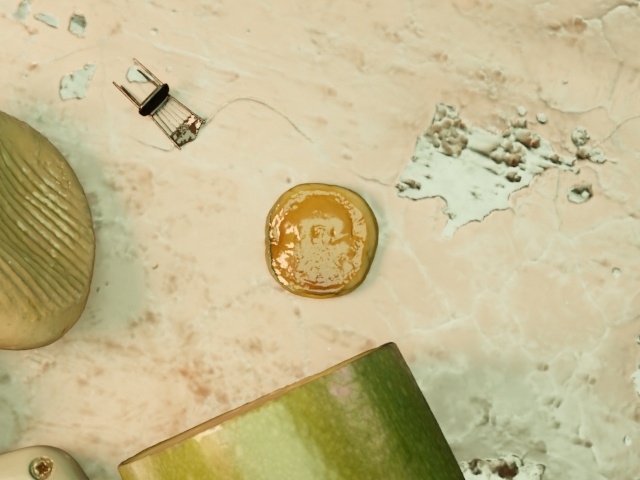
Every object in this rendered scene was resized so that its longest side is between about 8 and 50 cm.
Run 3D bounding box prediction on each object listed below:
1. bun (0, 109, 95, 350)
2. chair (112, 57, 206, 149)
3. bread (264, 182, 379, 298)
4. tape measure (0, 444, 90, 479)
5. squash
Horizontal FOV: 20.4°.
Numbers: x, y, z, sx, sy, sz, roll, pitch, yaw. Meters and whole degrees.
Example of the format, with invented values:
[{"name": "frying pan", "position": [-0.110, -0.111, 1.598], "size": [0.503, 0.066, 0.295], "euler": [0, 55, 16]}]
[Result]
[{"name": "bun", "position": [-0.299, -0.006, 1.522], "size": [0.133, 0.231, 0.231], "euler": [-27, 85, 34]}, {"name": "chair", "position": [-0.146, -0.123, 1.601], "size": [0.086, 0.042, 0.037], "euler": [42, 89, 3]}, {"name": "bread", "position": [0.000, 0.000, 1.603], "size": [0.110, 0.024, 0.110], "euler": [0, 85, -2]}, {"name": "tape measure", "position": [-0.279, 0.311, 1.515], "size": [0.243, 0.125, 0.246], "euler": [-30, 87, -5]}, {"name": "squash", "position": [0.029, 0.302, 1.460], "size": [0.263, 0.263, 0.384], "euler": [-25, 86, -4]}]
